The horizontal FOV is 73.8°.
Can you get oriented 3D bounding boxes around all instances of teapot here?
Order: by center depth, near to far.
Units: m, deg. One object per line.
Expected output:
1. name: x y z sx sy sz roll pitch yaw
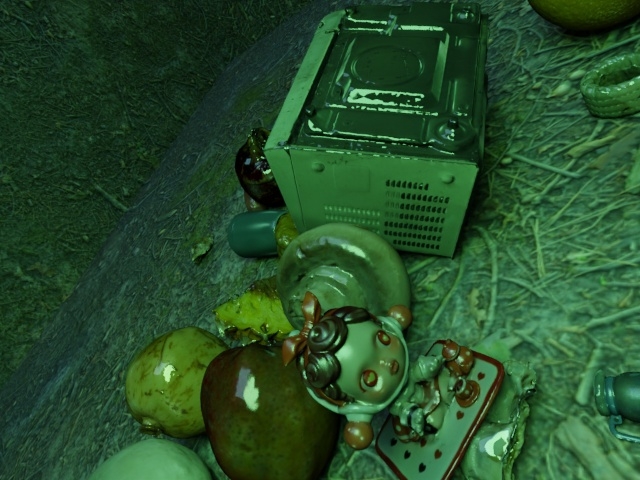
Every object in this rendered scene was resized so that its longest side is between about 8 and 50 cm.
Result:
1. teapot: 0.322 0.161 0.419 0.083 0.064 0.049 -15 14 44

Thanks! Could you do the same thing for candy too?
1. candy: -0.313 0.468 0.702 0.295 0.185 0.296 -33 30 22

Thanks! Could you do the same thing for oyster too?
1. oyster: 0.195 0.217 0.495 0.108 0.053 0.166 -3 54 56
2. oyster: -0.393 0.029 1.390 0.121 0.045 0.146 -31 33 48

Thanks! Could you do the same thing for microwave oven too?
1. microwave oven: 0.115 -0.213 0.747 0.332 0.247 0.395 7 55 14

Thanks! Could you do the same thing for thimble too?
1. thimble: 0.461 -0.235 0.647 0.109 0.062 0.085 13 68 54

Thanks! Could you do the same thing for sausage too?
1. sausage: -0.198 -0.141 1.301 0.077 0.077 0.194 -37 36 16

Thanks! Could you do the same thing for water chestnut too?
1. water chestnut: -0.134 -0.219 1.173 0.223 0.238 0.224 -18 43 17

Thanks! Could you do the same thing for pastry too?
1. pastry: 0.000 0.000 0.850 0.188 0.103 0.189 -8 33 6

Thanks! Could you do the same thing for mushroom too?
1. mushroom: 0.028 0.083 0.671 0.226 0.227 0.178 -20 -1 36

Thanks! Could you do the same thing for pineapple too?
1. pineapple: -0.084 0.171 0.818 0.139 0.249 0.164 30 114 25

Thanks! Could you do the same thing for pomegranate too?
1. pomegranate: -0.264 0.281 0.821 0.215 0.215 0.216 -30 37 26

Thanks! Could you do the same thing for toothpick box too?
1. toothpick box: -0.135 -0.018 1.060 0.184 0.120 0.120 -4 53 44

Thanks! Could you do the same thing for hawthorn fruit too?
1. hawthorn fruit: -0.073 0.274 0.633 0.207 0.208 0.249 -14 75 41

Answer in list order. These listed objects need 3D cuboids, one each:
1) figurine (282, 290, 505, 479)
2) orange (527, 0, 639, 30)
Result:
1. figurine: 0.059 0.153 0.522 0.184 0.226 0.160 -55 12 -10
2. orange: 0.482 -0.502 0.718 0.274 0.274 0.274 -30 37 26
